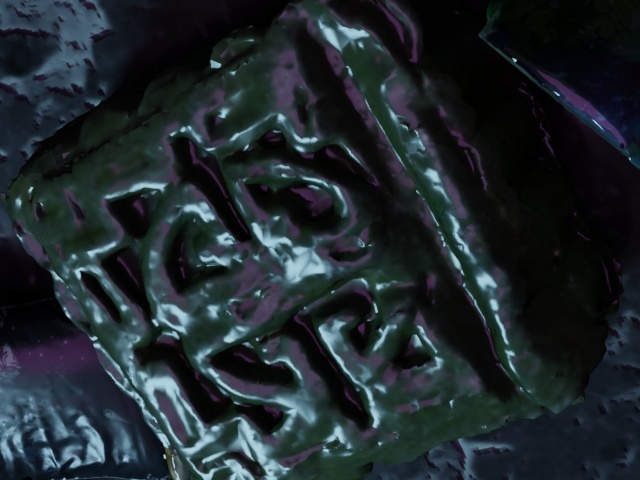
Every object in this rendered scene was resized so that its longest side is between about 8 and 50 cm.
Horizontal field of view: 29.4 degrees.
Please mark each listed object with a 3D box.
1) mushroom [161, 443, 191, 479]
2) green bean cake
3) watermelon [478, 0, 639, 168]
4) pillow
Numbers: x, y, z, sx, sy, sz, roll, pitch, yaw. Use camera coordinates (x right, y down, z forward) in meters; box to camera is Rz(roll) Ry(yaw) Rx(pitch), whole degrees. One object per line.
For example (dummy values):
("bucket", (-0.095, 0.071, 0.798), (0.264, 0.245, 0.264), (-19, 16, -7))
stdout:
("mushroom", (-0.073, 0.112, 0.753), (0.049, 0.019, 0.101), (1, 103, -29))
("green bean cake", (0.000, 0.000, 0.632), (0.255, 0.132, 0.241), (-24, 102, 27))
("watermelon", (0.161, -0.068, 0.530), (0.231, 0.146, 0.128), (42, 120, -2))
("pillow", (-0.188, 0.099, 0.769), (0.208, 0.055, 0.141), (-7, 108, 6))
